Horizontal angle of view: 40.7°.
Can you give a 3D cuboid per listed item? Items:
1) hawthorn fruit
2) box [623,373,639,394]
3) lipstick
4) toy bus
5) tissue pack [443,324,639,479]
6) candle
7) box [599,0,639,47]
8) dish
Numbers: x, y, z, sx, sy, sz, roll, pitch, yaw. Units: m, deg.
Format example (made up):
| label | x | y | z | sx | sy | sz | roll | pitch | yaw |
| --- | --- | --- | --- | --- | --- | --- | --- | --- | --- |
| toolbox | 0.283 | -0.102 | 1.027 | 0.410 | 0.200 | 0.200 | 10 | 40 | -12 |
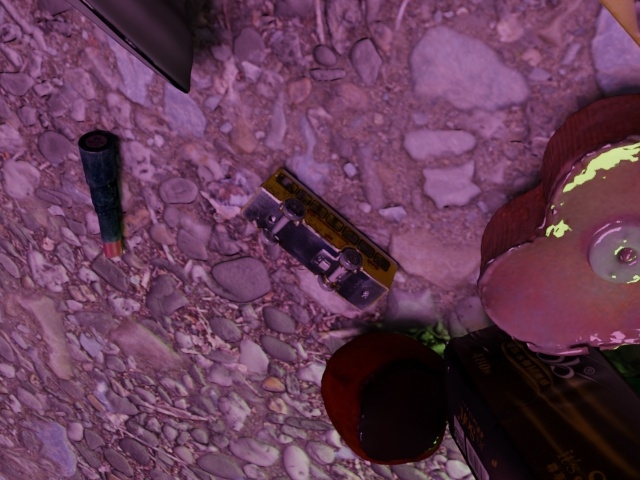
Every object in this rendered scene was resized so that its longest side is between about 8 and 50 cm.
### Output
| label | x | y | z | sx | sy | sz | roll | pitch | yaw |
| --- | --- | --- | --- | --- | --- | --- | --- | --- | --- |
| hawthorn fruit | 0.080 | 0.221 | 1.249 | 0.251 | 0.189 | 0.190 | 8 | 132 | 52 |
| box | 0.530 | 0.260 | 1.093 | 0.264 | 0.106 | 0.337 | 3 | 127 | 27 |
| lipstick | -0.338 | -0.061 | 1.343 | 0.053 | 0.053 | 0.234 | 19 | 134 | 14 |
| toy bus | 0.000 | 0.000 | 1.191 | 0.226 | 0.074 | 0.081 | 38 | 134 | -5 |
| tissue pack | 0.296 | 0.273 | 1.036 | 0.198 | 0.370 | 0.210 | -21 | 128 | -7 |
| candle | 0.345 | -0.005 | 0.972 | 0.287 | 0.131 | 0.317 | 22 | 131 | -5 |
| box | 0.355 | -0.250 | 0.790 | 0.265 | 0.097 | 0.168 | 46 | 133 | -11 |
| dish | -0.247 | -0.309 | 0.996 | 0.316 | 0.316 | 0.106 | 39 | 90 | -5 |
